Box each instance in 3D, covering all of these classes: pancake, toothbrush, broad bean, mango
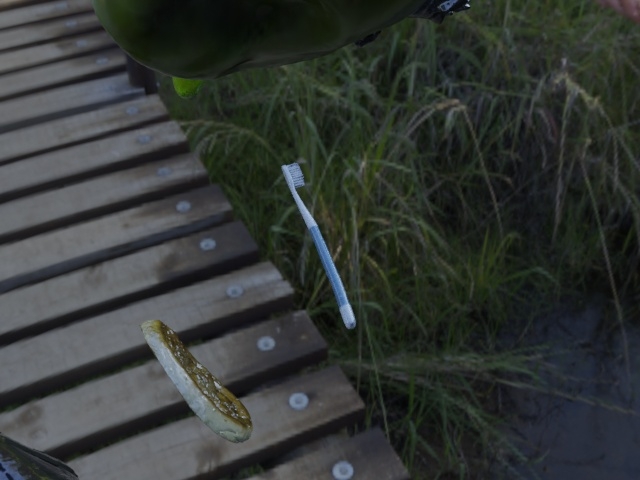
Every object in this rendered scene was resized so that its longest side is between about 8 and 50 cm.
[{"bbox_3d":[-0.121,0.138,0.816,0.028,0.158,0.158,-42,54,-4],"label":"pancake"},{"bbox_3d":[0.000,0.000,1.126,0.025,0.019,0.276,-17,59,-10],"label":"toothbrush"},{"bbox_3d":[-0.020,-0.157,0.451,0.206,0.153,0.072,-22,43,24],"label":"broad bean"},{"bbox_3d":[-0.170,-0.239,1.088,0.056,0.108,0.073,13,20,1],"label":"mango"}]

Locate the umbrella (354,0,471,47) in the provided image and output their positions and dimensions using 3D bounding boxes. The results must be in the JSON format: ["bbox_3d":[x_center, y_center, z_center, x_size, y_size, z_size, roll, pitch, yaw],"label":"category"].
[{"bbox_3d":[-0.030,-0.240,0.715,0.336,0.128,0.154,-2,48,0],"label":"umbrella"}]

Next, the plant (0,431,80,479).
[{"bbox_3d":[-0.314,0.283,0.818,0.256,0.142,0.164,2,61,39],"label":"plant"}]
